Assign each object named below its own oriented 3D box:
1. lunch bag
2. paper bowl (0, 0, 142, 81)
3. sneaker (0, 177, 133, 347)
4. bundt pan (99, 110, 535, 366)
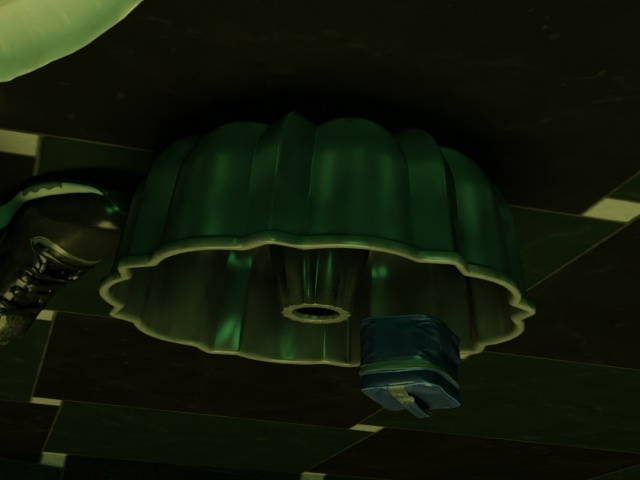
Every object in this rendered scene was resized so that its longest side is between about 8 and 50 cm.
[{"bbox_3d":[0.070,0.101,0.959,0.067,0.065,0.098,-5,158,22],"label":"lunch bag"},{"bbox_3d":[-0.144,-0.166,0.313,0.284,0.148,0.284,10,133,11],"label":"paper bowl"},{"bbox_3d":[-0.255,0.033,1.091,0.283,0.124,0.107,-14,155,39],"label":"sneaker"},{"bbox_3d":[0.000,0.000,0.966,0.331,0.124,0.331,3,161,1],"label":"bundt pan"}]
